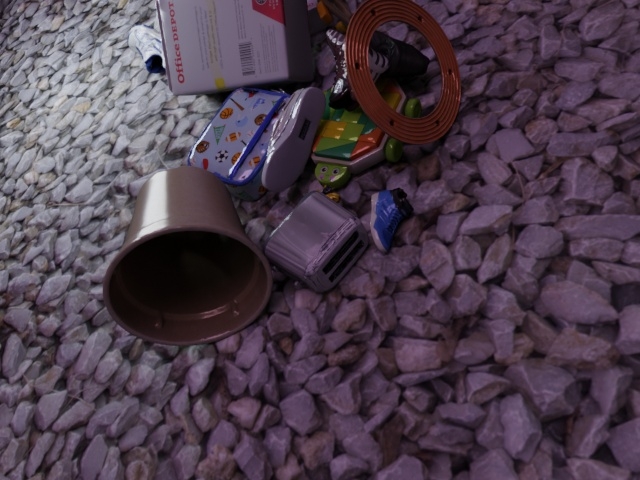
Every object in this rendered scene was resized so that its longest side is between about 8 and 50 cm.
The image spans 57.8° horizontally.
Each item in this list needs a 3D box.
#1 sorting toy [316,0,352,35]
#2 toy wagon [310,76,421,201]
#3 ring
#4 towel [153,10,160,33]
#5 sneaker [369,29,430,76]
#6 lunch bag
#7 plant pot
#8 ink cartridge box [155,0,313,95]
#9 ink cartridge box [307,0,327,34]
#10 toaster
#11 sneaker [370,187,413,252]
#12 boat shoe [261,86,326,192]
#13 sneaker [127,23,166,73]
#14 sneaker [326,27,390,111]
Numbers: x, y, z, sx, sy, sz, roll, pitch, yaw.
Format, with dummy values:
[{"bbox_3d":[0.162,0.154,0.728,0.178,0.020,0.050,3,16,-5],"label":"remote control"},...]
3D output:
[{"bbox_3d":[0.031,-0.649,1.556,0.041,0.229,0.307,-35,50,25],"label":"sorting toy"},{"bbox_3d":[0.074,-0.251,1.389,0.267,0.068,0.344,14,67,31],"label":"toy wagon"},{"bbox_3d":[0.183,-0.373,1.275,0.032,0.337,0.336,-12,50,56],"label":"ring"},{"bbox_3d":[-0.387,-0.818,1.880,0.321,0.090,0.374,16,93,37],"label":"towel"},{"bbox_3d":[0.173,-0.462,1.459,0.286,0.130,0.109,-119,40,-54],"label":"sneaker"},{"bbox_3d":[-0.178,-0.258,1.488,0.243,0.115,0.303,20,72,31],"label":"lunch bag"},{"bbox_3d":[-0.292,0.008,1.274,0.334,0.334,0.305,-27,41,7],"label":"plant pot"},{"bbox_3d":[-0.232,-0.557,1.584,0.385,0.160,0.279,0,103,25],"label":"ink cartridge box"},{"bbox_3d":[-0.066,-0.692,1.723,0.140,0.082,0.190,-21,52,12],"label":"ink cartridge box"},{"bbox_3d":[0.000,0.000,1.234,0.146,0.129,0.227,34,76,33],"label":"toaster"},{"bbox_3d":[0.155,-0.049,1.231,0.085,0.058,0.152,-17,48,25],"label":"sneaker"},{"bbox_3d":[-0.078,-0.241,1.372,0.088,0.096,0.267,17,86,51],"label":"boat shoe"},{"bbox_3d":[-0.551,-0.615,1.886,0.296,0.112,0.131,20,75,36],"label":"sneaker"},{"bbox_3d":[0.050,-0.404,1.393,0.162,0.106,0.281,-61,28,18],"label":"sneaker"}]
